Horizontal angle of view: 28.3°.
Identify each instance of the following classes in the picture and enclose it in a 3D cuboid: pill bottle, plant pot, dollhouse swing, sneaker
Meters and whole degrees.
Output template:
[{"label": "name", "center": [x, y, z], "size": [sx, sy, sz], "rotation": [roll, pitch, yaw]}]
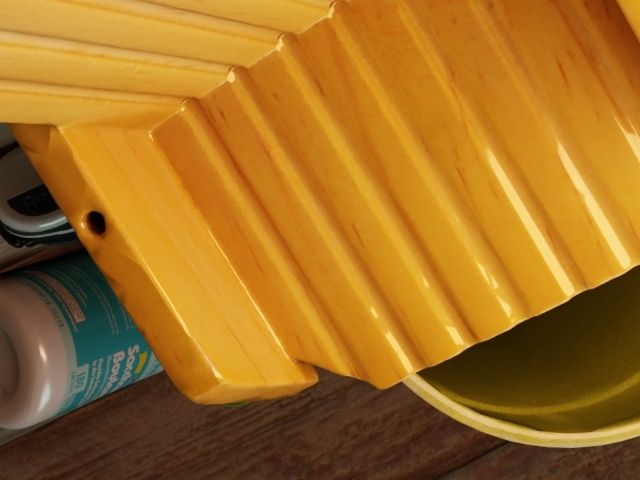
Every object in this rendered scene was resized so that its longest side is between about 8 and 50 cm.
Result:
[{"label": "pill bottle", "center": [-0.234, 0.085, 1.290], "size": [0.146, 0.146, 0.264], "rotation": [-32, 173, 38]}, {"label": "plant pot", "center": [0.125, -0.041, 1.014], "size": [0.366, 0.366, 0.353], "rotation": [-26, -175, -14]}, {"label": "dollhouse swing", "center": [0.003, -0.051, 0.612], "size": [0.346, 0.315, 0.305], "rotation": [-29, -174, 22]}, {"label": "sneaker", "center": [-0.134, -0.054, 0.917], "size": [0.216, 0.079, 0.121], "rotation": [-17, 175, -17]}]

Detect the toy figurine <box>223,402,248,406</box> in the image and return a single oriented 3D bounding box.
[{"label": "toy figurine", "center": [-0.063, 0.089, 1.472], "size": [0.159, 0.130, 0.173], "rotation": [-23, 143, -58]}]
